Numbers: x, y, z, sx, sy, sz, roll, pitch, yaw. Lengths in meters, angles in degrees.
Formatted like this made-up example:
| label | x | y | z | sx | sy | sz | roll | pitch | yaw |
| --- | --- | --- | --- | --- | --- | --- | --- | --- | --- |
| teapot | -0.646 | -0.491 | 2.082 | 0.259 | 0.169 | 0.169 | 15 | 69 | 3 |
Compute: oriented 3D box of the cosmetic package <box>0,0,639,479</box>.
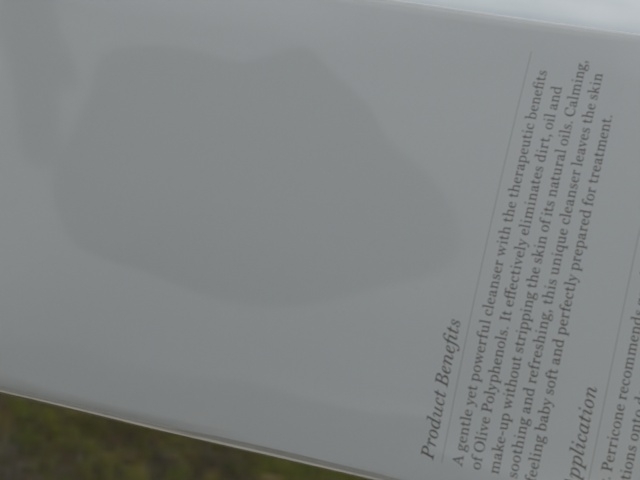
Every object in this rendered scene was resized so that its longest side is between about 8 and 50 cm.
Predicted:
| label | x | y | z | sx | sy | sz | roll | pitch | yaw |
| --- | --- | --- | --- | --- | --- | --- | --- | --- | --- |
| cosmetic package | 0.000 | 0.000 | 0.766 | 0.365 | 0.197 | 0.155 | 12 | -7 | 19 |
